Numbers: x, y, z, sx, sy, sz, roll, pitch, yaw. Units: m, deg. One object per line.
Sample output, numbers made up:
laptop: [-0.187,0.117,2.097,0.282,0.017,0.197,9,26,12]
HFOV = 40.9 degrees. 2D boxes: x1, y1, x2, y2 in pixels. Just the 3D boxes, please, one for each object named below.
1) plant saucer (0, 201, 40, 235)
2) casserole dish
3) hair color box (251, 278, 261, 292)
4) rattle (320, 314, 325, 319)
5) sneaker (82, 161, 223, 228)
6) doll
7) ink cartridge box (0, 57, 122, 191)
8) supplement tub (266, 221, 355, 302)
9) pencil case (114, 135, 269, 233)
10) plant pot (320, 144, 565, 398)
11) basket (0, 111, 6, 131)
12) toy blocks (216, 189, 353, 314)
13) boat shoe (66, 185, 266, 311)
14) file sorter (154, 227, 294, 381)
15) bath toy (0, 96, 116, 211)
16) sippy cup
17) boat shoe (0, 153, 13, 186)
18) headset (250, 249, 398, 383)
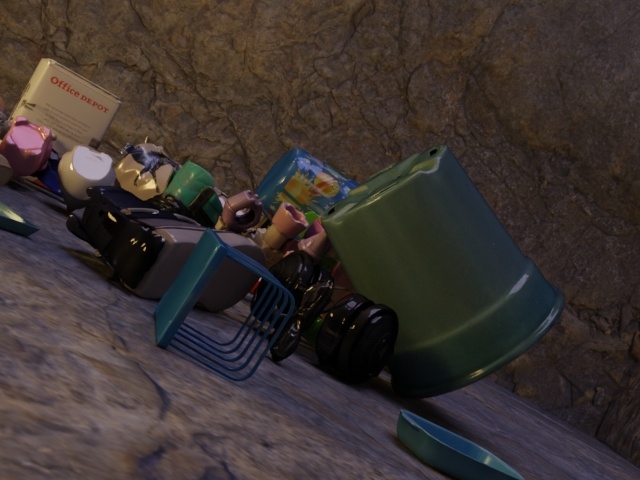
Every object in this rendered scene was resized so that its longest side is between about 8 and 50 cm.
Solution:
plant saucer: [-0.429,-0.056,1.057,0.192,0.018,0.067,30,1,28]
casserole dish: [0.170,0.269,1.071,0.188,0.037,0.114,28,1,-25]
hair color box: [-0.128,0.051,1.863,0.072,0.043,0.141,30,40,9]
rattle: [-0.097,0.123,1.943,0.199,0.143,0.130,5,-12,-22]
sneaker: [-0.273,-0.062,1.511,0.124,0.178,0.295,29,0,29]
doll: [-0.500,-0.147,1.540,0.046,0.129,0.189,-24,-53,40]
ink cartridge box: [-0.502,-0.214,1.629,0.158,0.218,0.092,29,0,-32]
supplement tub: [-0.024,0.068,2.217,0.193,0.193,0.316,29,1,-41]
pencil case: [-0.313,-0.087,2.079,0.410,0.183,0.160,30,0,9]
plant pot: [0.189,0.037,1.482,0.334,0.341,0.341,59,-6,-10]
basket: [-0.544,-0.170,1.237,0.113,0.103,0.167,28,1,3]
toy blocks: [0.000,0.000,1.693,0.288,0.260,0.309,28,20,-39]
boat shoe: [-0.205,0.004,1.203,0.158,0.127,0.340,37,4,20]
file sorter: [-0.107,0.070,0.944,0.104,0.118,0.170,33,-1,-14]
bath toy: [-0.511,-0.156,1.429,0.348,0.129,0.151,27,45,-12]
sippy cup: [-0.024,-0.087,1.988,0.224,0.240,0.305,38,-21,-18]
boat shoe: [-0.402,-0.066,0.963,0.059,0.063,0.170,39,17,12]
headset: [-0.010,0.136,1.322,0.243,0.185,0.394,33,-14,8]
